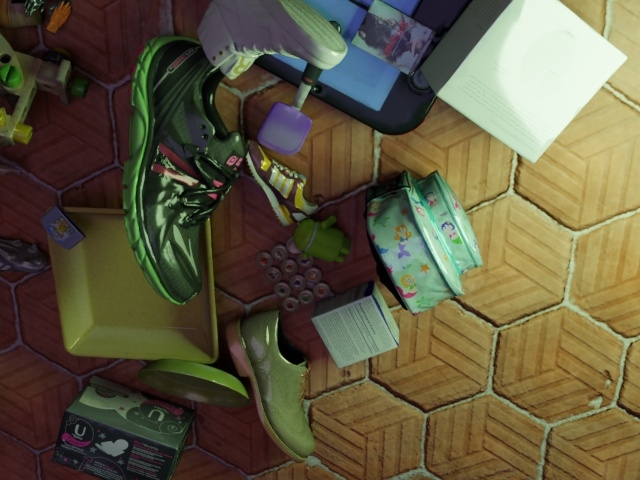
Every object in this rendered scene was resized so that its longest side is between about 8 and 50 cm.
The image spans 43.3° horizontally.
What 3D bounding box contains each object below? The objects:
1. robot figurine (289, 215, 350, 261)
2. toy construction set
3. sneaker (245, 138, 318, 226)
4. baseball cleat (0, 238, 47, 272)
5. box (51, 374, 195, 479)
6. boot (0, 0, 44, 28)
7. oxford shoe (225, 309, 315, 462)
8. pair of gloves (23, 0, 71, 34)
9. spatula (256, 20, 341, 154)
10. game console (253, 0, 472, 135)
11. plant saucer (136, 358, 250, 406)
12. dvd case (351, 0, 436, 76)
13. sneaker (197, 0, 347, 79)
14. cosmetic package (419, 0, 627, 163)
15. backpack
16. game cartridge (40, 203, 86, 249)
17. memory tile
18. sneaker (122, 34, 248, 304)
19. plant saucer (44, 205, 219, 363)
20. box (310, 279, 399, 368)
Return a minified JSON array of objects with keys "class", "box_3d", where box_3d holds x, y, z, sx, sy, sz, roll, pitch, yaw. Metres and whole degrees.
[{"class":"robot figurine","box_3d":[0.000,0.000,1.550,0.115,0.067,0.101,21,131,-13]},{"class":"toy construction set","box_3d":[-0.561,-0.235,1.477,0.237,0.257,0.309,13,138,-14]},{"class":"sneaker","box_3d":[-0.074,-0.120,1.524,0.084,0.069,0.185,-26,113,9]},{"class":"baseball cleat","box_3d":[-0.665,0.041,1.677,0.206,0.072,0.109,20,127,5]},{"class":"box","box_3d":[-0.417,0.416,1.734,0.247,0.163,0.142,21,110,-1]},{"class":"boot","box_3d":[-0.586,-0.479,1.443,0.152,0.073,0.197,4,110,11]},{"class":"oxford shoe","box_3d":[-0.072,0.304,1.665,0.130,0.123,0.348,-21,109,10]},{"class":"pair of gloves","box_3d":[-0.490,-0.419,1.450,0.010,0.083,0.074,29,88,39]},{"class":"spatula","box_3d":[-0.028,-0.262,1.407,0.084,0.030,0.296,28,137,-4]},{"class":"game console","box_3d":[0.068,-0.399,1.389,0.386,0.060,0.342,28,113,-4]},{"class":"plant saucer","box_3d":[-0.258,0.291,1.666,0.241,0.037,0.241,11,155,5]},{"class":"dvd case","box_3d":[0.124,-0.346,1.371,0.119,0.013,0.087,29,109,-5]},{"class":"sneaker","box_3d":[-0.088,-0.320,1.317,0.292,0.108,0.169,46,118,29]},{"class":"cosmetic package","box_3d":[0.326,-0.290,1.326,0.224,0.138,0.225,31,111,-22]},{"class":"backpack","box_3d":[0.176,0.003,1.432,0.191,0.253,0.225,-24,106,16]},{"class":"game cartridge","box_3d":[-0.501,-0.023,1.561,0.056,0.017,0.083,-35,103,23]},{"class":"memory tile","box_3d":[-0.054,0.069,1.622,0.113,0.012,0.148,-25,106,16]},{"class":"sneaker","box_3d":[-0.233,-0.121,1.429,0.202,0.185,0.483,2,95,3]},{"class":"plant saucer","box_3d":[-0.367,0.080,1.635,0.333,0.081,0.333,2,112,7]},{"class":"box","box_3d":[0.071,0.168,1.612,0.137,0.072,0.126,-22,107,17]}]
